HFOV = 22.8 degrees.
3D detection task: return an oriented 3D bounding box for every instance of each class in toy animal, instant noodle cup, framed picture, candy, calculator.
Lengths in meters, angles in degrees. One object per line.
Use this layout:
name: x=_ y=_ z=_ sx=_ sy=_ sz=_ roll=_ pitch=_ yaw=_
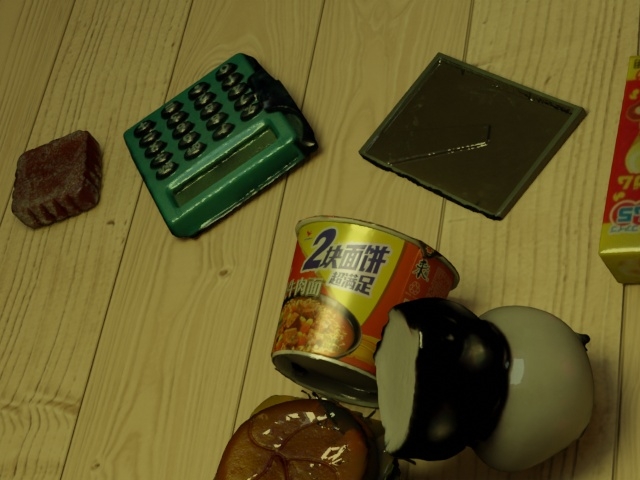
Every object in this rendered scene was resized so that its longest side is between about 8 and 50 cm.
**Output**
toy animal: x=0.184 y=0.156 z=1.730 sx=0.165 sy=0.235 sz=0.187 roll=125 pitch=146 yaw=-53
instant noodle cup: x=0.042 y=0.091 z=1.884 sx=0.213 sy=0.213 sz=0.174 roll=6 pitch=66 yaw=34
framed picture: x=0.195 y=-0.141 z=2.097 sx=0.265 sy=0.018 sz=0.192 roll=29 pitch=73 yaw=42
candy: x=0.418 y=-0.087 z=1.849 sx=0.146 sy=0.088 sz=0.276 roll=1 pitch=63 yaw=30
calculator: x=-0.151 y=-0.148 z=2.284 sx=0.248 sy=0.058 sz=0.274 roll=-34 pitch=44 yaw=2

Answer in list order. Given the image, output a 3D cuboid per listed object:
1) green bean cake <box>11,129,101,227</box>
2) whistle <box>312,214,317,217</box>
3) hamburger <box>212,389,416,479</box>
green bean cake: x=-0.395 y=-0.090 z=2.386 sx=0.135 sy=0.056 sz=0.135 roll=-17 pitch=48 yaw=17
whistle: x=0.000 y=0.000 z=2.092 sx=0.033 sy=0.029 sz=0.083 roll=-49 pitch=40 yaw=36
hamburger: x=-0.012 y=0.285 z=1.791 sx=0.243 sy=0.138 sz=0.261 roll=16 pitch=60 yaw=36
